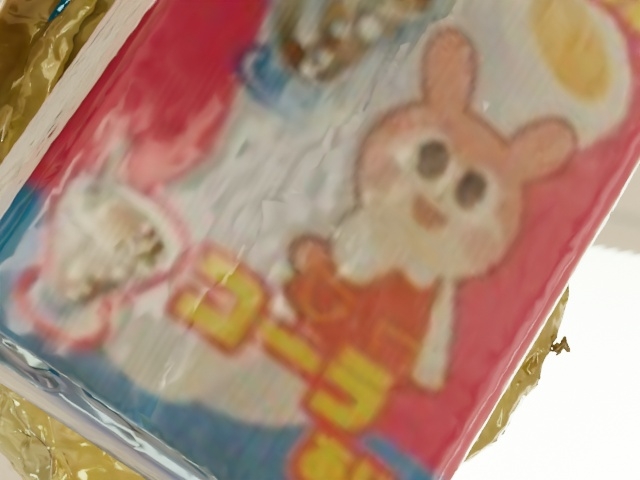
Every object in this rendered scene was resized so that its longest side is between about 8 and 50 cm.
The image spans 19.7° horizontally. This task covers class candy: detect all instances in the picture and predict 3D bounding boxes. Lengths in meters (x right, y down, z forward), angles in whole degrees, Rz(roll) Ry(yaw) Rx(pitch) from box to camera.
[{"bbox_3d":[0.021,-0.058,0.584,0.306,0.157,0.100,-58,-164,-13],"label":"candy"}]

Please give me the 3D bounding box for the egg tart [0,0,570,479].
[{"bbox_3d":[0.000,0.000,0.890,0.169,0.388,0.388,12,-125,45],"label":"egg tart"}]
